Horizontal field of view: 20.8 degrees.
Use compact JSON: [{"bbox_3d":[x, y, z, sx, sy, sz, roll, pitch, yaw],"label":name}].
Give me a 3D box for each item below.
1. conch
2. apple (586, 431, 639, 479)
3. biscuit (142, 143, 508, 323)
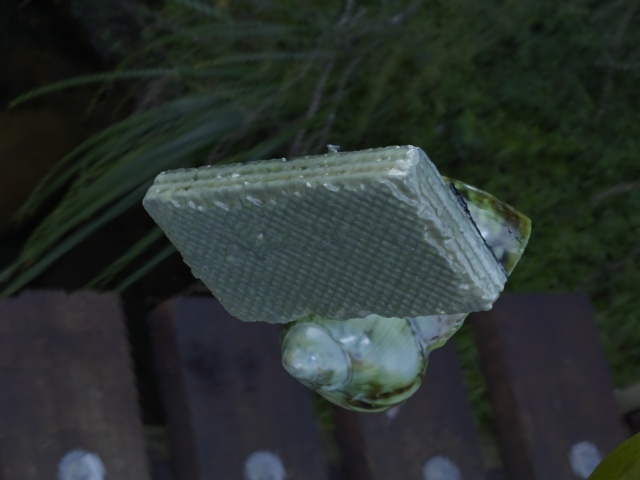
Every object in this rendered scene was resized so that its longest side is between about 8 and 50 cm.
[{"bbox_3d":[0.045,0.035,1.246,0.124,0.187,0.181,36,53,-28],"label":"conch"},{"bbox_3d":[0.192,0.161,0.770,0.196,0.157,0.196,-16,113,-41],"label":"apple"},{"bbox_3d":[0.000,0.000,1.029,0.121,0.199,0.040,55,47,-33],"label":"biscuit"}]
